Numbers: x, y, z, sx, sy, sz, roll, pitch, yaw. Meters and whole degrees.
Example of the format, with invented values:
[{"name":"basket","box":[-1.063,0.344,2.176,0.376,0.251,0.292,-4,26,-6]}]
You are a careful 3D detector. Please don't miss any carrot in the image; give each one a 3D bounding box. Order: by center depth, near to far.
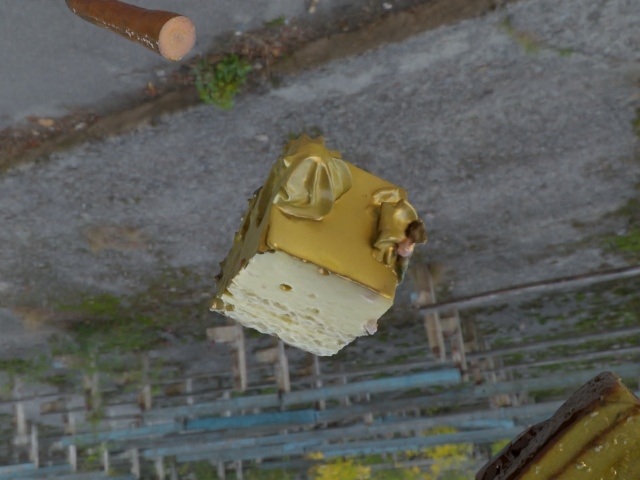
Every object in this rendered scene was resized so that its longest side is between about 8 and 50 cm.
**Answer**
[{"name":"carrot","box":[-0.257,-0.283,0.955,0.224,0.057,0.057,25,-178,28]}]

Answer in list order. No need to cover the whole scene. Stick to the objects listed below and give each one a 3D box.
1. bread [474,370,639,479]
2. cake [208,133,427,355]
[{"name":"bread","box":[0.258,0.249,0.812,0.234,0.110,0.184,-46,163,8]},{"name":"cake","box":[0.000,0.000,1.097,0.227,0.222,0.286,23,145,-16]}]
